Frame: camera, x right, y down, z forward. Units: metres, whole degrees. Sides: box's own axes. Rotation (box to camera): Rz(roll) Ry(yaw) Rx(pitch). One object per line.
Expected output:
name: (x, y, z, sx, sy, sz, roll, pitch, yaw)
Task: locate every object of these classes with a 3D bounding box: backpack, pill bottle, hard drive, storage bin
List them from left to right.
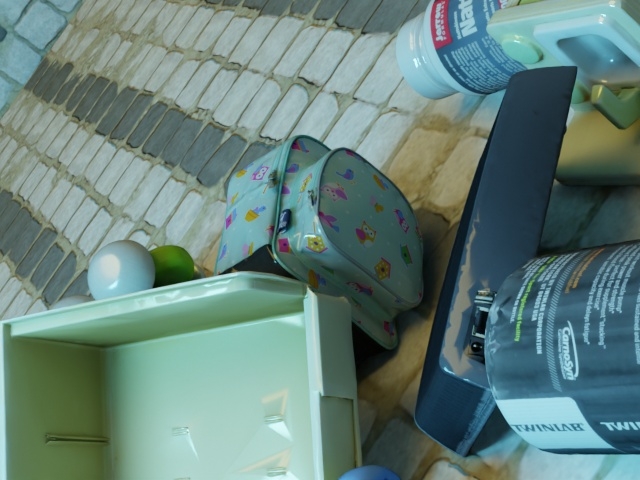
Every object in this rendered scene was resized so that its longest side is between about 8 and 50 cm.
storage bin: (-0.104, 0.176, 0.996, 0.260, 0.123, 0.262, -12, 74, 32)
backpack: (0.000, 0.000, 1.152, 0.144, 0.166, 0.188, -38, 33, 26)
hard drive: (0.124, 0.012, 0.963, 0.172, 0.054, 0.255, 99, -173, -65)
pill bottle: (0.155, -0.188, 1.191, 0.180, 0.108, 0.108, -19, 43, 49)
pill bottle: (0.220, 0.058, 0.766, 0.245, 0.130, 0.130, -12, 48, 54)

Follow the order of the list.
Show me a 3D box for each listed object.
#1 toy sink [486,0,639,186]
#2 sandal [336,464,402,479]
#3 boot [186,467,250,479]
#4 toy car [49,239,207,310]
toy sink: (0.233, -0.174, 1.019, 0.152, 0.131, 0.234, 3, 61, 60)
sandal: (0.058, 0.270, 0.810, 0.138, 0.126, 0.317, -31, 40, 24)
boot: (-0.079, 0.157, 1.183, 0.262, 0.095, 0.203, -26, 36, 47)
toy car: (-0.185, 0.094, 1.395, 0.182, 0.159, 0.136, -49, 61, 8)
